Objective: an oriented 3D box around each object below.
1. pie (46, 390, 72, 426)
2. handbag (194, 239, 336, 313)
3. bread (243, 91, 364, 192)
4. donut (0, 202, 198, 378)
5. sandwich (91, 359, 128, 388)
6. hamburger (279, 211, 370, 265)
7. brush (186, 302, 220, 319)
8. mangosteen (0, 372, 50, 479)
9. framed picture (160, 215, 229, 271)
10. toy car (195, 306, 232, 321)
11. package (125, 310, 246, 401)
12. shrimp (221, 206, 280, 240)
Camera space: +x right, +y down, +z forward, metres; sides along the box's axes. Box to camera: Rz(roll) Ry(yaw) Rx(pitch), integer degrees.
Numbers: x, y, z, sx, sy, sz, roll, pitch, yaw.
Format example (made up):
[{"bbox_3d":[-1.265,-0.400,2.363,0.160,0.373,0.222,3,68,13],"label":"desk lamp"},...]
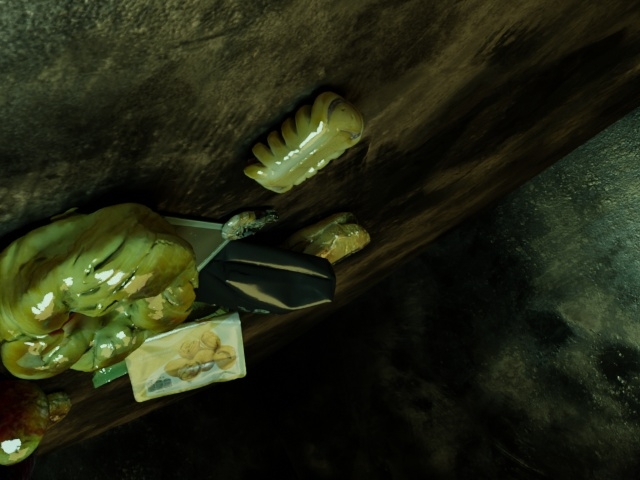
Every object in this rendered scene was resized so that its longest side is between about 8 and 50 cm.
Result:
[{"bbox_3d":[-0.928,0.567,1.902,0.315,0.092,0.315,-28,165,-8],"label":"pie"},{"bbox_3d":[-0.170,0.120,1.549,0.343,0.152,0.288,14,153,-28],"label":"handbag"},{"bbox_3d":[-0.036,-0.162,1.038,0.225,0.081,0.134,-33,161,23],"label":"bread"},{"bbox_3d":[-0.363,0.087,1.007,0.361,0.170,0.360,-29,156,-15],"label":"donut"},{"bbox_3d":[-0.529,0.343,1.820,0.212,0.063,0.245,-24,-179,27],"label":"sandwich"},{"bbox_3d":[0.000,0.000,1.661,0.262,0.124,0.130,-30,149,-13],"label":"hamburger"},{"bbox_3d":[-0.296,0.176,1.802,0.072,0.067,0.313,-40,165,36],"label":"brush"},{"bbox_3d":[-0.652,0.322,1.005,0.435,0.382,0.382,-50,161,17],"label":"mangosteen"},{"bbox_3d":[-0.310,0.034,1.255,0.231,0.018,0.293,-43,164,14],"label":"framed picture"},{"bbox_3d":[-0.336,0.225,1.903,0.094,0.058,0.186,-29,155,5],"label":"toy car"},{"bbox_3d":[-0.381,0.285,1.686,0.312,0.165,0.221,-13,122,-16],"label":"package"},{"bbox_3d":[-0.156,-0.038,1.336,0.161,0.034,0.091,-14,154,-49],"label":"shrimp"}]
